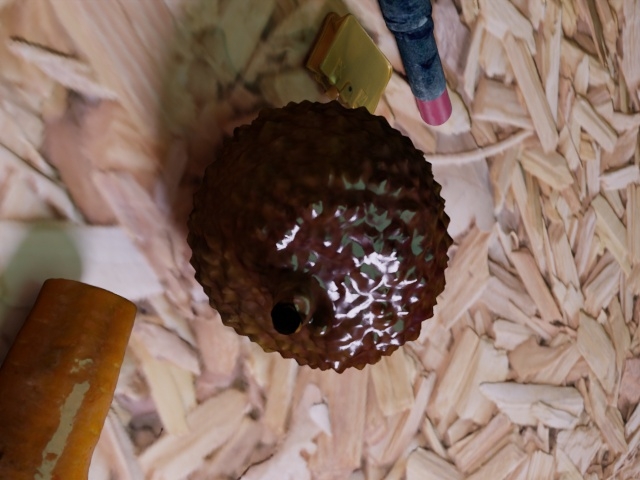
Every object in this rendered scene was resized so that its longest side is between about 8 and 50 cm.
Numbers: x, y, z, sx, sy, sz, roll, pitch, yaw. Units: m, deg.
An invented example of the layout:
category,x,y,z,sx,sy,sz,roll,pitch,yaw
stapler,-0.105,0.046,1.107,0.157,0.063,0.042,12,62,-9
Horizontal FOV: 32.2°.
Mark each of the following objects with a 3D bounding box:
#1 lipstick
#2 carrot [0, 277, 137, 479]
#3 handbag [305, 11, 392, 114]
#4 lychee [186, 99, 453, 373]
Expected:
category,x,y,z,sx,sy,sz,roll,pitch,yaw
lipstick,0.079,-0.189,0.946,0.053,0.053,0.234,-55,142,-27
carrot,-0.174,0.118,0.672,0.087,0.087,0.193,28,77,-55
handbag,0.023,-0.141,0.906,0.083,0.027,0.061,43,66,-49
lychee,0.000,0.000,0.780,0.238,0.200,0.200,-66,152,-57
